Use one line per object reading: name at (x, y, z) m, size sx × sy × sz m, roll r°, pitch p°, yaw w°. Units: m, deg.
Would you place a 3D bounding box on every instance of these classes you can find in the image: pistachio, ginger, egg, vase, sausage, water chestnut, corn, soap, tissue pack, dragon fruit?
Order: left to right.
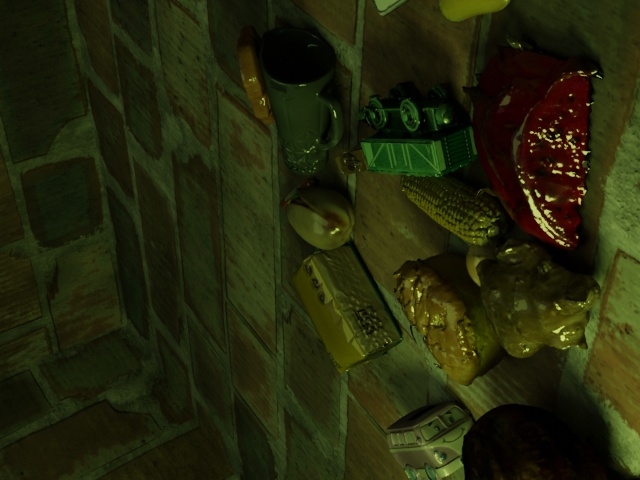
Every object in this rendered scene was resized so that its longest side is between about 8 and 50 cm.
sausage at (-0.056, -0.114, 2.424) m, size 0.029 × 0.029 × 0.223 m, roll 65°, pitch 155°, yaw 3°
vase at (-0.032, -0.275, 2.121) m, size 0.251 × 0.156 × 0.301 m, roll 43°, pitch 153°, yaw 34°
pistachio at (-0.001, -0.056, 2.244) m, size 0.215 × 0.144 × 0.144 m, roll 26°, pitch 133°, yaw 52°
tissue pack at (0.054, 0.159, 2.318) m, size 0.271 × 0.134 × 0.192 m, roll 62°, pitch 155°, yaw 11°
corn at (0.239, -0.069, 1.816) m, size 0.260 × 0.091 × 0.091 m, roll 36°, pitch 140°, yaw 50°
soap at (0.245, -0.401, 1.584) m, size 0.168 × 0.033 × 0.089 m, roll 6°, pitch 114°, yaw 62°
egg at (0.304, 0.045, 1.796) m, size 0.080 × 0.080 × 0.096 m, roll 35°, pitch 151°, yaw 48°
dragon fruit at (0.311, -0.154, 1.599) m, size 0.282 × 0.100 × 0.343 m, roll 40°, pitch 144°, yaw 51°
water chestnut at (0.347, 0.465, 1.769) m, size 0.350 × 0.302 × 0.350 m, roll 168°, pitch 90°, yaw -82°
ginger at (0.374, 0.090, 1.654) m, size 0.270 × 0.123 × 0.219 m, roll -33°, pitch 84°, yaw 55°

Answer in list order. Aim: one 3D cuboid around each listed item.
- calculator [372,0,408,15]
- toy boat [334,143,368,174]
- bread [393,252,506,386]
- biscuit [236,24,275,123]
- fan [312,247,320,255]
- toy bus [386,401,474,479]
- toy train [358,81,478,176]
calculator at (0.109, -0.524, 1.680) m, size 0.161 × 0.021 × 0.262 m, roll -29°, pitch 85°, yaw 35°
toy boat at (0.085, -0.168, 2.045) m, size 0.200 × 0.077 × 0.057 m, roll -6°, pitch 106°, yaw 64°
bread at (0.261, 0.130, 1.875) m, size 0.260 × 0.160 × 0.147 m, roll 62°, pitch 147°, yaw 17°
biscuit at (-0.134, -0.363, 2.179) m, size 0.334 × 0.047 × 0.202 m, roll -5°, pitch -94°, yaw -86°
fan at (0.000, 0.000, 2.428) m, size 0.038 × 0.016 × 0.193 m, roll 53°, pitch 151°, yaw 23°
toy bus at (0.248, 0.438, 2.167) m, size 0.142 × 0.142 × 0.202 m, roll 65°, pitch 156°, yaw 3°
toy train at (0.173, -0.203, 1.813) m, size 0.269 × 0.115 × 0.154 m, roll 10°, pitch 124°, yaw 57°
